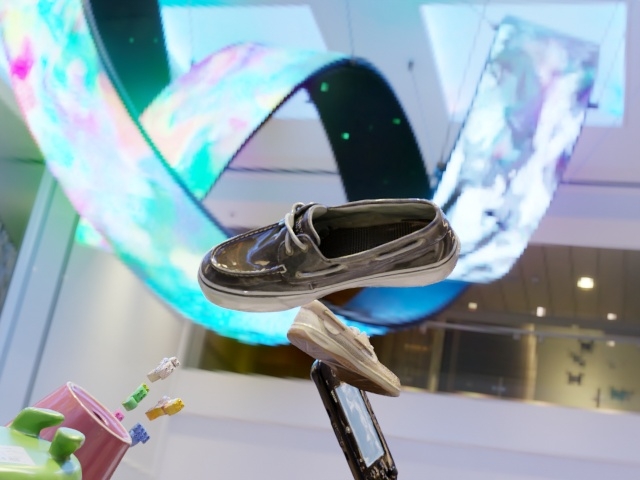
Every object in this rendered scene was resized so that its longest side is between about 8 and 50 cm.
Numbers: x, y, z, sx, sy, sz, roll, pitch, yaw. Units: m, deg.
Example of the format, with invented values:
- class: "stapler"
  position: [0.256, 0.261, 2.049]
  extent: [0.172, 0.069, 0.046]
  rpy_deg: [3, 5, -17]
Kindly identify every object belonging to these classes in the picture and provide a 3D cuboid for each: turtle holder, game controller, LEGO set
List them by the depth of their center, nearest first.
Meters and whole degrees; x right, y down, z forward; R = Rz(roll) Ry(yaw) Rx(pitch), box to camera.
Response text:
- class: "turtle holder"
  position: [-0.426, 0.303, 1.209]
  extent: [0.320, 0.228, 0.243]
  rpy_deg: [8, -3, 35]
- class: "LEGO set"
  position: [-0.318, 0.314, 1.981]
  extent: [0.093, 0.227, 0.087]
  rpy_deg: [-21, -73, 46]
- class: "game controller"
  position: [0.073, 0.388, 2.226]
  extent: [0.067, 0.319, 0.166]
  rpy_deg: [-24, -4, 17]

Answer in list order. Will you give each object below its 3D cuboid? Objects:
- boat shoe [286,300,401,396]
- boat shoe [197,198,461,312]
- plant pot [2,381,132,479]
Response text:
- class: "boat shoe"
  position: [0.062, 0.219, 2.099]
  extent: [0.302, 0.098, 0.109]
  rpy_deg: [37, -26, -30]
- class: "boat shoe"
  position: [0.000, 0.000, 1.288]
  extent: [0.335, 0.121, 0.119]
  rpy_deg: [-10, -40, 10]
- class: "plant pot"
  position: [-0.376, 0.309, 1.492]
  extent: [0.201, 0.180, 0.201]
  rpy_deg: [43, -6, 5]
